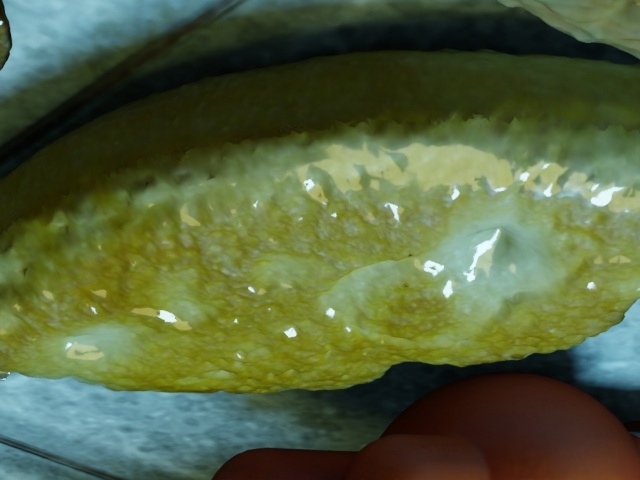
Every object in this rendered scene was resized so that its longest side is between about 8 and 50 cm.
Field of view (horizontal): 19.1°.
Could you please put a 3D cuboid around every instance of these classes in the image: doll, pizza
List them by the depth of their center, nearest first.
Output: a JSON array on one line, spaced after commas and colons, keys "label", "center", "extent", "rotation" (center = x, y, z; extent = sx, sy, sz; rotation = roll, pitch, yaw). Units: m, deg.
[{"label": "pizza", "center": [0.000, 0.000, 0.759], "extent": [0.365, 0.074, 0.182], "rotation": [-15, 144, 25]}, {"label": "doll", "center": [0.085, 0.129, 0.917], "extent": [0.290, 0.130, 0.161], "rotation": [4, 166, -34]}]

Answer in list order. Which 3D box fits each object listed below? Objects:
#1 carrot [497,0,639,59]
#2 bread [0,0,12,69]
[{"label": "carrot", "center": [0.012, -0.122, 0.532], "extent": [0.263, 0.102, 0.102], "rotation": [14, 148, -14]}, {"label": "bread", "center": [-0.214, -0.098, 0.538], "extent": [0.246, 0.135, 0.232], "rotation": [-4, 150, 8]}]
